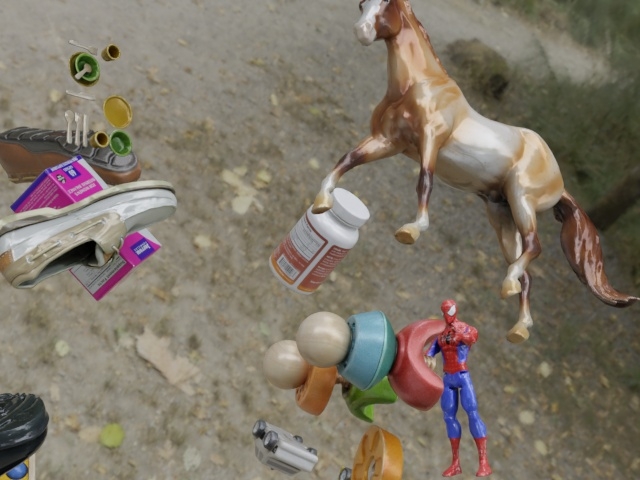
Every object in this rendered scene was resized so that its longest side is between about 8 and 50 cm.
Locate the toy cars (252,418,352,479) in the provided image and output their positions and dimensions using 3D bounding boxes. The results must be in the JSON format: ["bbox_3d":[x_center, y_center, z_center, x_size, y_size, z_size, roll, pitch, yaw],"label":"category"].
[{"bbox_3d":[0.002,0.442,1.537,0.394,0.087,0.176,21,-8,32],"label":"toy cars"}]

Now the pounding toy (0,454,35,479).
[{"bbox_3d":[-0.555,0.367,1.417,0.130,0.100,0.141,7,45,-25],"label":"pounding toy"}]

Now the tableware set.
[{"bbox_3d":[-0.293,-0.193,1.129,0.104,0.024,0.154,10,75,-47],"label":"tableware set"}]

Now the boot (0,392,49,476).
[{"bbox_3d":[-0.340,0.265,0.799,0.094,0.246,0.207,-64,139,-70],"label":"boot"}]

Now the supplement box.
[{"bbox_3d":[-0.403,-0.022,1.443,0.220,0.114,0.111,49,24,-5],"label":"supplement box"}]

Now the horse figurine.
[{"bbox_3d":[0.106,-0.043,0.575,0.263,0.066,0.174,31,55,-17],"label":"horse figurine"}]

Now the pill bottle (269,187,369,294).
[{"bbox_3d":[0.000,0.000,1.712,0.121,0.216,0.121,33,25,-17],"label":"pill bottle"}]

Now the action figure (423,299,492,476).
[{"bbox_3d":[0.203,0.231,1.313,0.139,0.091,0.280,12,71,-57],"label":"action figure"}]

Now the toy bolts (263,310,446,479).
[{"bbox_3d":[0.023,0.174,0.937,0.158,0.228,0.218,16,51,-13],"label":"toy bolts"}]

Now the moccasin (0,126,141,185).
[{"bbox_3d":[-0.524,-0.147,1.726,0.380,0.147,0.139,6,27,26],"label":"moccasin"}]

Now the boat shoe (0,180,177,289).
[{"bbox_3d":[-0.354,-0.006,1.295,0.302,0.113,0.103,-20,69,-27],"label":"boat shoe"}]
